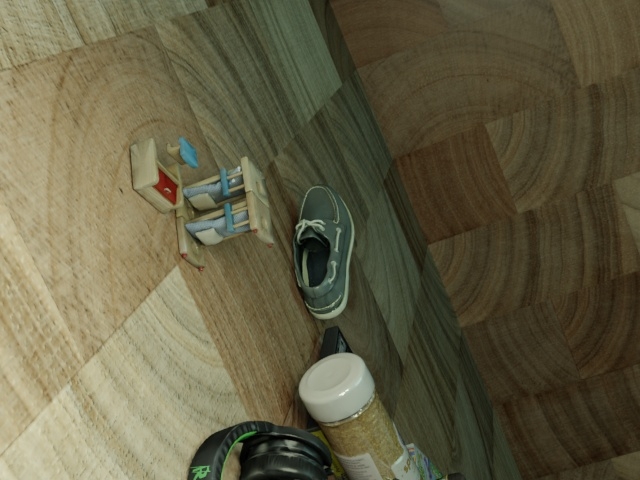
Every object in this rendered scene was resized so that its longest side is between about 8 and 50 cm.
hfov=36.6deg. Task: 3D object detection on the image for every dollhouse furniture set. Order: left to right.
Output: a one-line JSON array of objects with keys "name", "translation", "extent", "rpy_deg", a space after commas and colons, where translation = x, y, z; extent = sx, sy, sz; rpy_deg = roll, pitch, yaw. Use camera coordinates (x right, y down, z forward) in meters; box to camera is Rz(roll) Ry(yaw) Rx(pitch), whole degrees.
[{"name": "dollhouse furniture set", "translation": [-0.168, -0.062, 1.402], "extent": [0.184, 0.129, 0.129], "rpy_deg": [47, 27, -57]}]

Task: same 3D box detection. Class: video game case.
[{"name": "video game case", "translation": [0.055, 0.340, 1.819], "extent": [0.248, 0.035, 0.275], "rpy_deg": [61, 22, -28]}]

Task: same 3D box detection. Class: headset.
[{"name": "headset", "translation": [-0.013, 0.366, 1.309], "extent": [0.394, 0.185, 0.243], "rpy_deg": [24, 48, -54]}]

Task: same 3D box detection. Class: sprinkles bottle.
[{"name": "sprinkles bottle", "translation": [0.086, 0.359, 1.656], "extent": [0.121, 0.121, 0.355], "rpy_deg": [-83, 150, -58]}]

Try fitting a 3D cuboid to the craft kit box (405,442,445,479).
[{"name": "craft kit box", "translation": [0.243, 0.608, 2.137], "extent": [0.246, 0.061, 0.250], "rpy_deg": [47, 27, -49]}]

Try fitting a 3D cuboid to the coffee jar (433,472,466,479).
[{"name": "coffee jar", "translation": [0.212, 0.517, 1.890], "extent": [0.079, 0.184, 0.096], "rpy_deg": [-93, 156, -47]}]

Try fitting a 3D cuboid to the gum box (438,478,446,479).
[{"name": "gum box", "translation": [0.183, 0.555, 1.797], "extent": [0.041, 0.157, 0.184], "rpy_deg": [49, 26, -53]}]

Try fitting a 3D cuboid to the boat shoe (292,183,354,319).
[{"name": "boat shoe", "translation": [0.000, 0.000, 1.935], "extent": [0.099, 0.116, 0.320], "rpy_deg": [58, 25, -50]}]
